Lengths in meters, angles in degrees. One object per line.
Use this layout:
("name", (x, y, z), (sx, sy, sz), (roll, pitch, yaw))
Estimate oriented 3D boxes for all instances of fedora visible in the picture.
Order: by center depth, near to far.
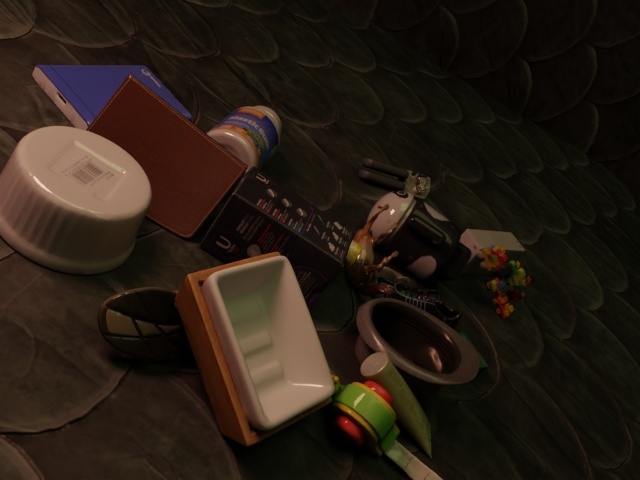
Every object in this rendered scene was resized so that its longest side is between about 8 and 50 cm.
("fedora", (0.182, 0.244, 1.570), (0.276, 0.124, 0.243), (29, 28, 2))

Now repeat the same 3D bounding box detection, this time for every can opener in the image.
("can opener", (0.227, -0.188, 2.275), (0.281, 0.074, 0.093), (13, 4, -38))

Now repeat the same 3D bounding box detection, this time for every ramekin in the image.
("ramekin", (-0.446, -0.083, 1.358), (0.277, 0.135, 0.277), (26, 32, -18))

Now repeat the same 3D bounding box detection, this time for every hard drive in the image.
("hard drive", (-0.481, -0.336, 1.756), (0.210, 0.040, 0.319), (47, 32, 16))

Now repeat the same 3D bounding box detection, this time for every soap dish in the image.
("soap dish", (-0.113, 0.180, 1.279), (0.229, 0.118, 0.290), (-14, 83, -53))

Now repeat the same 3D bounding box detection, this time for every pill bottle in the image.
("pill bottle", (-0.187, -0.239, 1.819), (0.152, 0.152, 0.272), (35, 31, -4))

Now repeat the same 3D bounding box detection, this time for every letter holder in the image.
("letter holder", (-0.341, -0.167, 1.583), (0.302, 0.214, 0.152), (38, -1, -12))

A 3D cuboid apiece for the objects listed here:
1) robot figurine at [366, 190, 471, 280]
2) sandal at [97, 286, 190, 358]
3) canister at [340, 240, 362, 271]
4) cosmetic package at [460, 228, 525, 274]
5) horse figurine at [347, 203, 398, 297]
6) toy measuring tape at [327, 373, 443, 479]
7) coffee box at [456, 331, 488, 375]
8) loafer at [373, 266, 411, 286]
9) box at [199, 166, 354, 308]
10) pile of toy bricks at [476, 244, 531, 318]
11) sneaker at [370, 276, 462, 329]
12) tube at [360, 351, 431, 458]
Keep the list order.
("robot figurine", (0.254, -0.011, 1.939), (0.278, 0.209, 0.173), (36, 43, -3))
("sandal", (-0.261, 0.134, 1.308), (0.303, 0.086, 0.120), (-4, 93, -52))
("canister", (0.000, 0.000, 1.721), (0.170, 0.126, 0.073), (34, 70, -8))
("cosmetic package", (0.479, 0.035, 2.169), (0.231, 0.117, 0.085), (5, 43, -44))
("horse figurine", (0.117, 0.036, 1.780), (0.066, 0.174, 0.263), (26, 45, -25))
("toy measuring tape", (0.126, 0.357, 1.359), (0.330, 0.121, 0.121), (41, 31, 7))
("coffee box", (0.300, 0.268, 1.743), (0.184, 0.040, 0.113), (4, 44, -44))
("loafer", (0.170, 0.089, 1.858), (0.125, 0.045, 0.039), (22, 16, -36))
("box", (-0.089, -0.002, 1.585), (0.270, 0.165, 0.143), (34, 31, -7))
("pile of toy bricks", (0.521, 0.101, 2.035), (0.118, 0.105, 0.212), (-34, 109, -40))
("sneaker", (0.231, 0.143, 1.791), (0.232, 0.090, 0.081), (32, 31, -9))
("tube", (0.161, 0.321, 1.461), (0.070, 0.062, 0.240), (-48, 118, -22))
